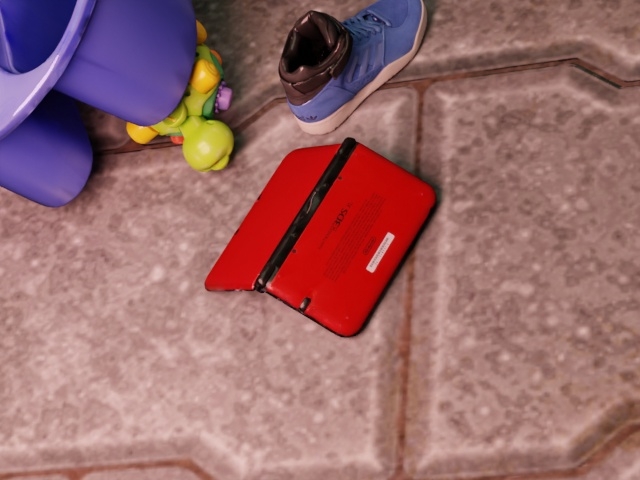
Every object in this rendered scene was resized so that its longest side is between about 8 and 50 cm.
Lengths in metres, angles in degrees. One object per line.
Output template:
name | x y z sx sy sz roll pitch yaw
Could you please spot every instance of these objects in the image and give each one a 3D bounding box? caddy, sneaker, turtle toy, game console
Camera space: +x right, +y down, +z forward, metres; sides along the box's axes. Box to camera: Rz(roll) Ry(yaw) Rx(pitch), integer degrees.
caddy | -0.250 -0.193 1.460 0.241 0.179 0.341 -39 45 20
sneaker | 0.025 -0.163 1.440 0.058 0.084 0.152 33 72 35
turtle toy | -0.109 -0.112 1.465 0.095 0.066 0.130 -37 50 22
game console | 0.000 0.000 1.379 0.124 0.085 0.144 31 68 2
